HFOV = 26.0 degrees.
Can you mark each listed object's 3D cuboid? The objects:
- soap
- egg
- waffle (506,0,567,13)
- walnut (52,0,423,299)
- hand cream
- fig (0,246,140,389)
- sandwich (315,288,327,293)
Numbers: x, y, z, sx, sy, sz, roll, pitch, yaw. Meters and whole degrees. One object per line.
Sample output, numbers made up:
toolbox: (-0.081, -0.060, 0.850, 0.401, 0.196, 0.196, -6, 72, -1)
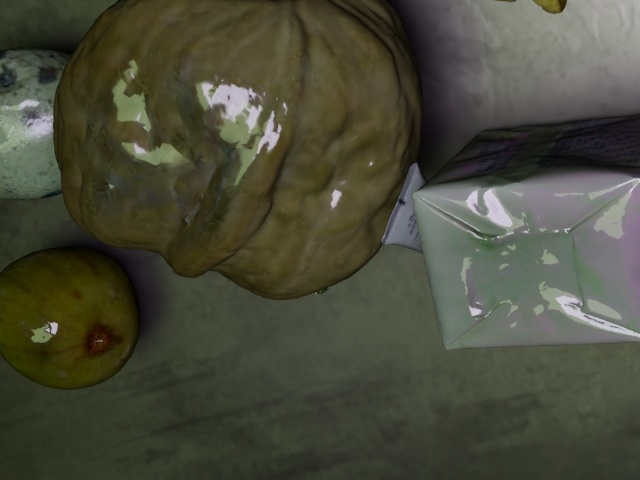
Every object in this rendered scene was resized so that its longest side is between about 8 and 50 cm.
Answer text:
soap: (0.191, -0.010, 1.076, 0.182, 0.199, 0.138, -5, 106, 24)
egg: (-0.263, -0.107, 1.264, 0.182, 0.141, 0.141, -8, 108, 19)
waffle: (0.166, -0.307, 0.998, 0.291, 0.051, 0.291, -2, 86, 41)
walnut: (-0.064, -0.098, 1.114, 0.253, 0.282, 0.277, 53, 124, 45)
hand cream: (0.089, -0.013, 1.128, 0.042, 0.194, 0.067, 26, 90, 23)
fig: (-0.255, 0.064, 1.355, 0.142, 0.186, 0.148, -21, 131, -14)
sandwich: (-0.003, 0.003, 1.266, 0.069, 0.026, 0.101, -7, 111, 21)
